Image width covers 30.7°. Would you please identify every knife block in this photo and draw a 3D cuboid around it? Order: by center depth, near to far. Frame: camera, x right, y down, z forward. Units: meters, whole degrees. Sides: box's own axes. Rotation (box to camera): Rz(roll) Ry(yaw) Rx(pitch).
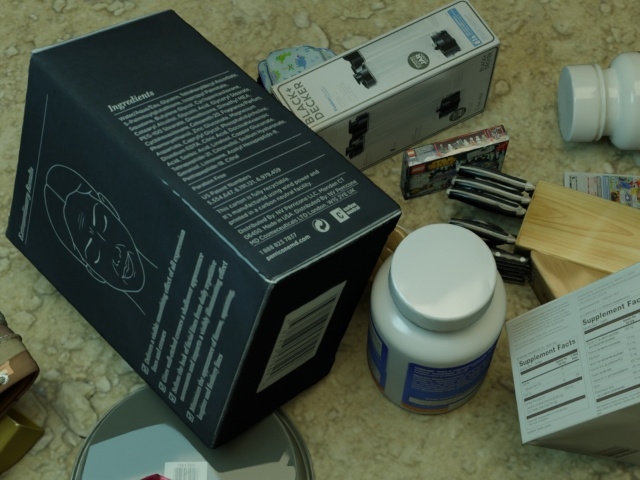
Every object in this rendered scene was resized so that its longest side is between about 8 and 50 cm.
[{"bbox_3d":[0.304,-0.023,1.472,0.276,0.088,0.242,-24,69,-4],"label":"knife block"}]

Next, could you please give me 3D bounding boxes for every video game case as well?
[{"bbox_3d":[0.383,-0.048,1.537,0.122,0.011,0.087,4,63,3],"label":"video game case"}]

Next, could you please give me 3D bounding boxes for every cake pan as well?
[{"bbox_3d":[-0.152,0.286,1.357,0.293,0.054,0.293,0,64,1],"label":"cake pan"}]

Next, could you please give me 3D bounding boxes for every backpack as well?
[{"bbox_3d":[-0.020,-0.212,1.582,0.114,0.084,0.105,-16,67,-10],"label":"backpack"}]

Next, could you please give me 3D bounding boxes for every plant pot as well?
[{"bbox_3d":[-0.392,0.233,1.373,0.081,0.081,0.083,31,83,15],"label":"plant pot"}]

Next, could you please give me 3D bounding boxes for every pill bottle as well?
[{"bbox_3d":[0.131,0.089,1.328,0.152,0.272,0.152,0,64,0],"label":"pill bottle"},{"bbox_3d":[0.437,-0.184,1.537,0.229,0.131,0.131,-2,64,0],"label":"pill bottle"}]

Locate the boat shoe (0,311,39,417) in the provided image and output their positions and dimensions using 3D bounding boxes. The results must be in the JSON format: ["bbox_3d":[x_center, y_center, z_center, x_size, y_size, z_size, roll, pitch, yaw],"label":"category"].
[{"bbox_3d":[-0.431,0.227,1.285,0.116,0.123,0.324,39,99,12],"label":"boat shoe"}]

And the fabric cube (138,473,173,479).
[{"bbox_3d":[-0.131,0.411,1.141,0.259,0.254,0.258,20,90,9],"label":"fabric cube"}]

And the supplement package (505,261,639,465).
[{"bbox_3d":[0.370,0.145,1.274,0.262,0.204,0.145,17,57,-35],"label":"supplement package"}]

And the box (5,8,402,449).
[{"bbox_3d":[-0.150,-0.019,1.337,0.395,0.293,0.212,42,47,20],"label":"box"}]

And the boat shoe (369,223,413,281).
[{"bbox_3d":[0.000,0.000,1.478,0.277,0.096,0.098,13,99,24],"label":"boat shoe"}]

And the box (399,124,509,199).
[{"bbox_3d":[0.173,-0.101,1.519,0.137,0.094,0.027,-15,64,-6],"label":"box"}]

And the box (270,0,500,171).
[{"bbox_3d":[0.082,-0.184,1.521,0.290,0.169,0.087,-28,67,-11],"label":"box"}]
